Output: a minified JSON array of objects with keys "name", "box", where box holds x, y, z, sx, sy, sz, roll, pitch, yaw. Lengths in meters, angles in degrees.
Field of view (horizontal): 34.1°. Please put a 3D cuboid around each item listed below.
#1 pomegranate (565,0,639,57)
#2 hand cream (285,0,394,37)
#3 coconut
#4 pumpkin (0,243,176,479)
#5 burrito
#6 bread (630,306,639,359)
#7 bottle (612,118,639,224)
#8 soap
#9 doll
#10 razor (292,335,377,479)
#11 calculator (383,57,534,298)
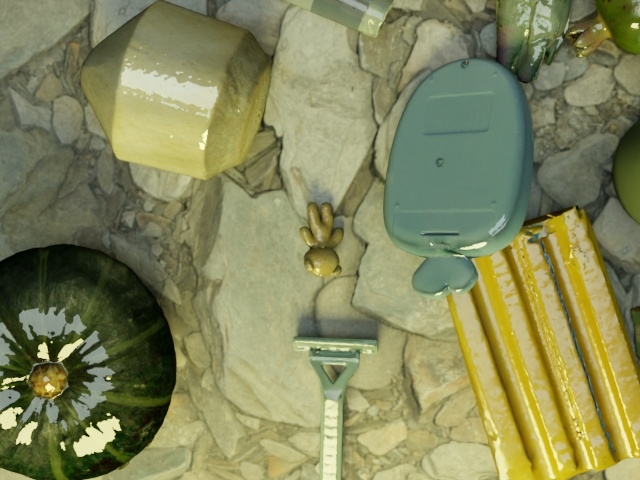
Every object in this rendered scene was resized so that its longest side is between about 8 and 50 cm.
[{"name":"pomegranate","box":[0.362,-0.270,1.247,0.142,0.114,0.114,-28,93,15]},{"name":"hand cream","box":[-0.033,-0.330,1.308,0.255,0.048,0.079,26,93,5]},{"name":"coconut","box":[-0.179,-0.182,1.264,0.222,0.202,0.202,17,98,0]},{"name":"pumpkin","box":[-0.327,0.155,1.314,0.300,0.207,0.300,0,93,-8]},{"name":"burrito","box":[0.262,-0.346,1.267,0.096,0.066,0.309,4,97,14]},{"name":"bread","box":[0.479,0.108,1.325,0.139,0.084,0.074,-12,96,-24]},{"name":"bottle","box":[0.427,-0.070,1.141,0.168,0.347,0.168,1,96,7]},{"name":"soap","box":[0.277,0.132,1.304,0.204,0.096,0.324,-17,94,7]},{"name":"doll","box":[0.004,0.000,1.338,0.061,0.051,0.093,2,101,-23]},{"name":"razor","box":[0.015,0.264,1.364,0.111,0.056,0.278,2,96,4]},{"name":"calculator","box":[0.164,-0.078,1.259,0.188,0.042,0.303,-1,72,31]}]
